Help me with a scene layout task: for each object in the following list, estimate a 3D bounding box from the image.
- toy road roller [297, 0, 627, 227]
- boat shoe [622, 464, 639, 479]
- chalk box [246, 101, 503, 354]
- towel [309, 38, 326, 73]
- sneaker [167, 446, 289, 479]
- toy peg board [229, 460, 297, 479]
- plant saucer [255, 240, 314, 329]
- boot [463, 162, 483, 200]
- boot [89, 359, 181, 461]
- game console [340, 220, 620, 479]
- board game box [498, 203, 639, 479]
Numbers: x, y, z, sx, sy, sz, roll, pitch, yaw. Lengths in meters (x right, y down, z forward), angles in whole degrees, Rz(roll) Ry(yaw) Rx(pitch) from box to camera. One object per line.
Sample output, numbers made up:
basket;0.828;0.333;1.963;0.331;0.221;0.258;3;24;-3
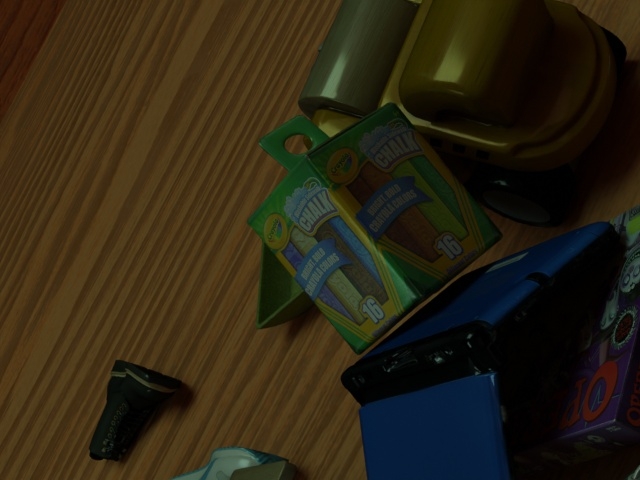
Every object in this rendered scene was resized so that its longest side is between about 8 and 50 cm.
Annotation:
toy road roller;0.124;-0.170;1.638;0.330;0.240;0.202;17;75;26
boat shoe;0.234;0.259;1.260;0.335;0.112;0.095;-53;0;7
chalk box;0.035;-0.031;1.557;0.132;0.213;0.132;-36;-5;-39
towel;0.107;-0.304;2.123;0.324;0.056;0.312;-58;25;7
sneaker;-0.106;0.293;1.872;0.229;0.087;0.092;-40;38;50
toy peg board;-0.059;0.314;1.696;0.160;0.079;0.161;-67;15;-19
plant saucer;0.000;0.000;2.014;0.188;0.045;0.188;-41;31;36
boot;0.160;-0.112;1.831;0.219;0.082;0.106;-62;4;5
boot;-0.247;0.233;2.212;0.198;0.077;0.137;168;123;-74
game console;0.146;0.139;1.450;0.250;0.173;0.293;-37;4;-23
board game box;0.203;0.099;1.453;0.347;0.056;0.208;143;144;-62
